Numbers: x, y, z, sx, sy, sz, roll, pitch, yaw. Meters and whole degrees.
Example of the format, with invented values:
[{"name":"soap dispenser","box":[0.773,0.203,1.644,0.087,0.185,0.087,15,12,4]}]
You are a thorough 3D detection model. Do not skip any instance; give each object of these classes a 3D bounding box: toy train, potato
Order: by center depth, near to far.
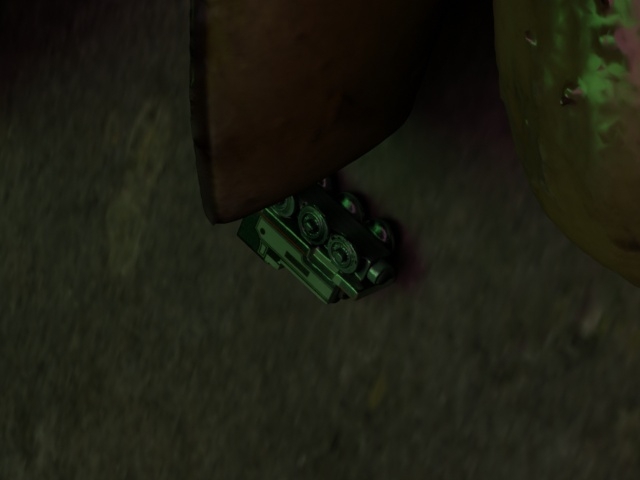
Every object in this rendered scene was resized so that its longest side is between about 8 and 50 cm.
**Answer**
[{"name":"potato","box":[0.014,-0.153,0.725,0.116,0.239,0.299,4,102,-1]},{"name":"toy train","box":[0.000,0.000,0.869,0.083,0.033,0.053,43,131,23]}]

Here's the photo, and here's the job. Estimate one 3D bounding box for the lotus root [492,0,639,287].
[{"name":"lotus root","box":[0.142,-0.145,0.627,0.169,0.151,0.342,11,109,40]}]
